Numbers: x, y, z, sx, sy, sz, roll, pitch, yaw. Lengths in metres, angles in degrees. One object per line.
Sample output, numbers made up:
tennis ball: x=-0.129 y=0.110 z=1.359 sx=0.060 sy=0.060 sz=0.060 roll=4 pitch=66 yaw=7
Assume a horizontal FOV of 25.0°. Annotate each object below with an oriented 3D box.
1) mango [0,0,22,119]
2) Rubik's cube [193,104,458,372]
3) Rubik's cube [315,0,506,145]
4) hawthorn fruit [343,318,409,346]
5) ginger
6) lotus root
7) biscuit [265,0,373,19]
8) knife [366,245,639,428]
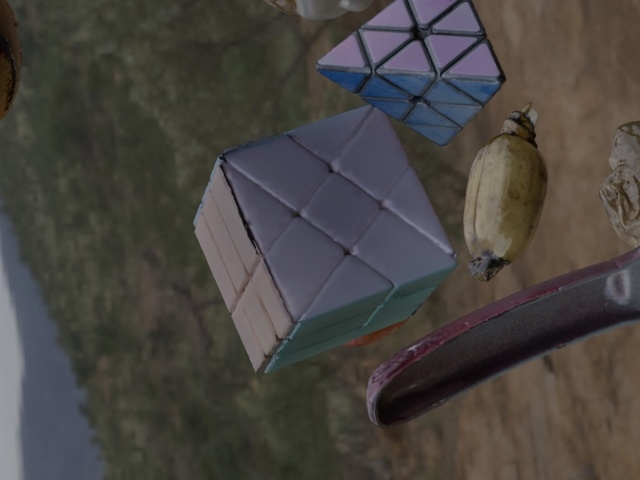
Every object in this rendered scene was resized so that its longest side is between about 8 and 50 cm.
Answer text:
mango: x=-0.479 y=-0.251 z=1.938 sx=0.248 sy=0.156 sz=0.151 roll=104 pitch=168 yaw=-44
Rubik's cube: x=0.000 y=0.000 z=1.735 sx=0.221 sy=0.231 sz=0.224 roll=65 pitch=160 yaw=14
Rubik's cube: x=0.114 y=-0.177 z=1.537 sx=0.178 sy=0.190 sz=0.211 roll=23 pitch=121 yaw=56
hawthorn fruit: x=0.056 y=0.059 z=1.951 sx=0.173 sy=0.173 sz=0.173 roll=175 pitch=90 yaw=-80
ginger: x=0.294 y=-0.044 z=1.187 sx=0.074 sy=0.137 sz=0.213 roll=118 pitch=149 yaw=-56
lotus root: x=0.150 y=-0.039 z=1.159 sx=0.072 sy=0.063 sz=0.152 roll=137 pitch=147 yaw=-82
biscuit: x=0.030 y=-0.187 z=0.696 sx=0.181 sy=0.049 sz=0.208 roll=-63 pitch=-9 yaw=11
knife: x=0.149 y=0.055 z=0.870 sx=0.053 sy=0.278 sz=0.123 roll=-134 pitch=30 yaw=-59
